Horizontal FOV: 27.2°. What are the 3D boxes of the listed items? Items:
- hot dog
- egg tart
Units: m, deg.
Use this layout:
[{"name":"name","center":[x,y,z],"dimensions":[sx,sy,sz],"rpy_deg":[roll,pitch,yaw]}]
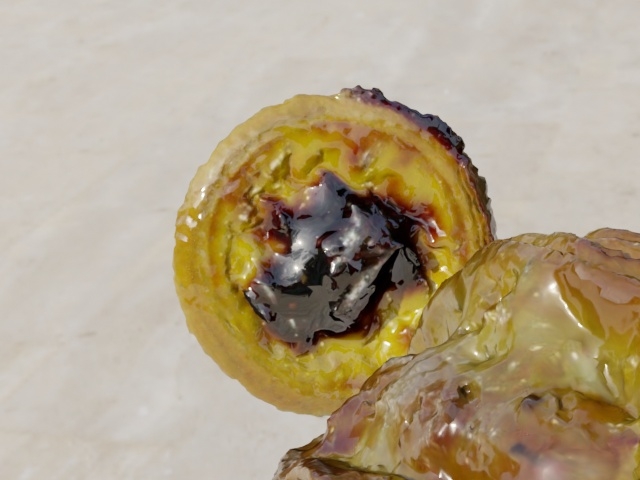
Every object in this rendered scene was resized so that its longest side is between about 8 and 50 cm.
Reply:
[{"name":"hot dog","center":[0.070,0.079,0.512],"dimensions":[0.175,0.114,0.259],"rpy_deg":[-52,25,-18]},{"name":"egg tart","center":[0.000,0.000,0.891],"dimensions":[0.215,0.215,0.171],"rpy_deg":[-10,12,-11]}]
